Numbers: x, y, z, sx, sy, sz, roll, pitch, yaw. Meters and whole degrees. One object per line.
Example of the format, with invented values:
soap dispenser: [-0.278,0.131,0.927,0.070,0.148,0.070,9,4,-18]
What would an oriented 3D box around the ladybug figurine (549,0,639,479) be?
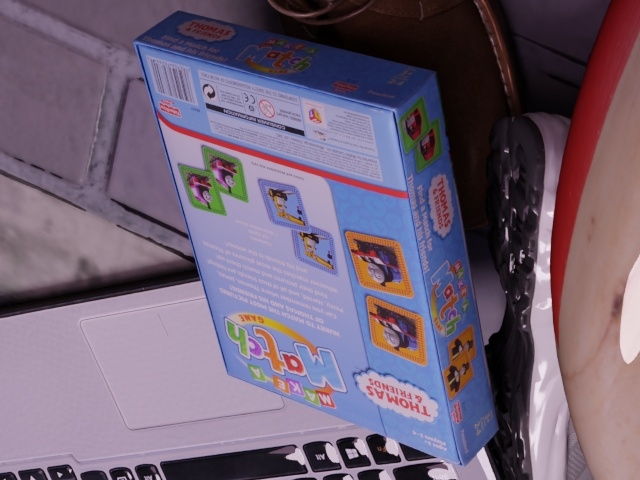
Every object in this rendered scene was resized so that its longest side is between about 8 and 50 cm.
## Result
ladybug figurine: [0.229,-0.069,0.716,0.162,0.305,0.449,56,134,46]

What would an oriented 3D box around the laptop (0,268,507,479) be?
laptop: [-0.082,0.251,1.051,0.382,0.236,0.408,-11,111,30]

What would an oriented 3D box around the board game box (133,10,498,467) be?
board game box: [0.000,0.000,0.899,0.160,0.039,0.211,18,134,36]

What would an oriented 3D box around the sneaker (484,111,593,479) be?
sneaker: [0.139,0.054,0.917,0.108,0.100,0.272,-7,130,-8]

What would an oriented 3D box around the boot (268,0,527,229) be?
boot: [0.005,-0.123,0.874,0.112,0.115,0.305,-16,111,29]
